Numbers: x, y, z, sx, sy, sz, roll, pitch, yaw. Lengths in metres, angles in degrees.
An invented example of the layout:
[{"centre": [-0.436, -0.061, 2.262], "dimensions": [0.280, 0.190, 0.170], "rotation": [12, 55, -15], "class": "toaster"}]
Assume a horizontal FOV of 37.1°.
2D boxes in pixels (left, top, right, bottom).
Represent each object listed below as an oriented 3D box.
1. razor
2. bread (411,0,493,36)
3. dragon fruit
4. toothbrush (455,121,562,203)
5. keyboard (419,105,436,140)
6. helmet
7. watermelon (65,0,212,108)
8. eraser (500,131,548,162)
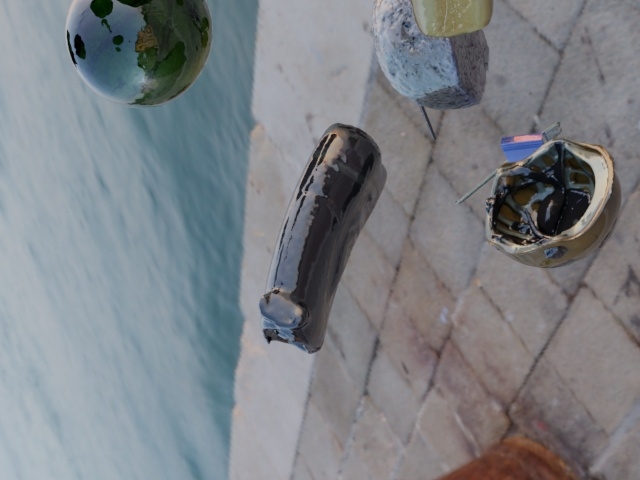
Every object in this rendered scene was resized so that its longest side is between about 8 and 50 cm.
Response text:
[{"centre": [-0.001, -0.001, 1.455], "dimensions": [0.113, 0.349, 0.204], "rotation": [18, 165, 12], "class": "razor"}, {"centre": [0.229, -0.445, 1.673], "dimensions": [0.217, 0.147, 0.098], "rotation": [73, -171, -68], "class": "bread"}, {"centre": [0.214, -0.382, 1.958], "dimensions": [0.283, 0.203, 0.221], "rotation": [31, -123, -58], "class": "dragon fruit"}, {"centre": [0.425, -0.174, 2.170], "dimensions": [0.028, 0.294, 0.026], "rotation": [58, -163, 14], "class": "toothbrush"}, {"centre": [0.234, -0.309, 2.208], "dimensions": [0.198, 0.010, 0.064], "rotation": [56, -166, -54], "class": "keyboard"}, {"centre": [0.359, -0.043, 1.429], "dimensions": [0.224, 0.130, 0.199], "rotation": [-14, 54, 38], "class": "helmet"}, {"centre": [-0.292, -0.333, 1.536], "dimensions": [0.242, 0.242, 0.242], "rotation": [48, 150, 39], "class": "watermelon"}, {"centre": [0.399, -0.177, 1.842], "dimensions": [0.084, 0.027, 0.063], "rotation": [-5, 141, 31], "class": "eraser"}]
